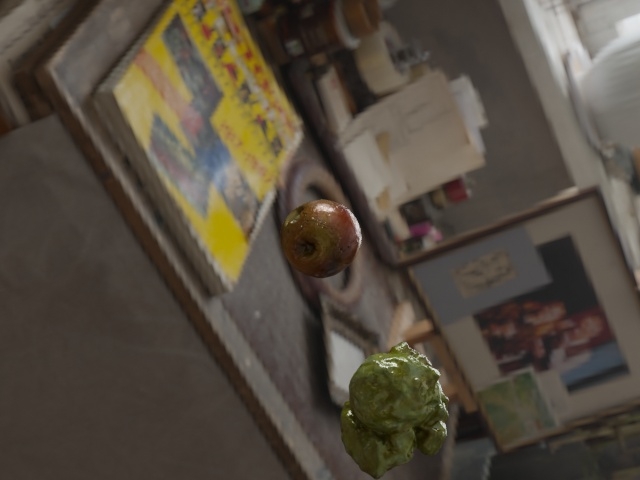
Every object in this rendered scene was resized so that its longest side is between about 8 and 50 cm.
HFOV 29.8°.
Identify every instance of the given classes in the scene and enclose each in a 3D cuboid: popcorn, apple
[{"bbox_3d":[0.042,0.103,0.740,0.068,0.059,0.083,31,81,-28],"label":"popcorn"},{"bbox_3d":[0.000,0.000,2.143,0.146,0.146,0.146,46,35,-46],"label":"apple"}]
